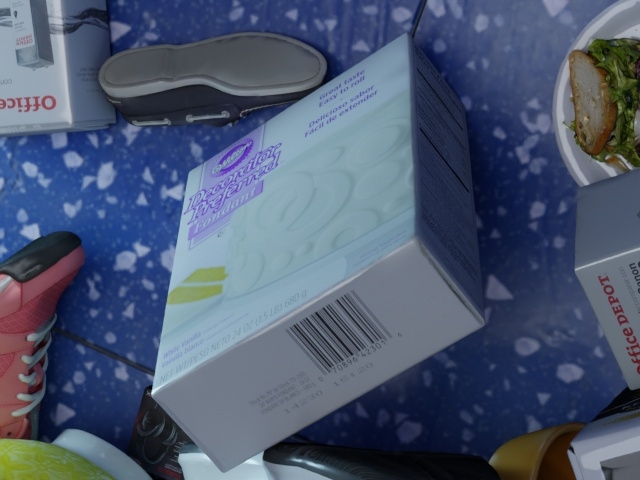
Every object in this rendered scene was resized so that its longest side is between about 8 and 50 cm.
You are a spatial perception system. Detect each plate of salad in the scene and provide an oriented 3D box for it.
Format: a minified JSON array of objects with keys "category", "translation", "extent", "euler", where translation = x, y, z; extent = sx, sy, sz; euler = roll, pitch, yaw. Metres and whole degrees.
[{"category":"plate of salad","translation":[0.283,-0.105,1.435],"extent":[0.200,0.048,0.200],"euler":[2,95,19]}]

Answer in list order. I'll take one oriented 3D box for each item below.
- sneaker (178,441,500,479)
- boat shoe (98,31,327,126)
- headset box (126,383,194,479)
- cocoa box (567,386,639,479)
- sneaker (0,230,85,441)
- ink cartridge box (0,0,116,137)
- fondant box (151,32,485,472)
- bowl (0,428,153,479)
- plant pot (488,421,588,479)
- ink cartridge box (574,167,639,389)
[{"category":"sneaker","translation":[0.004,0.289,1.388],"extent":[0.169,0.447,0.257],"euler":[7,81,-22]},{"category":"boat shoe","translation":[-0.090,-0.135,1.568],"extent":[0.206,0.075,0.065],"euler":[-1,138,14]},{"category":"headset box","translation":[-0.138,0.180,1.620],"extent":[0.062,0.032,0.083],"euler":[21,100,16]},{"category":"cocoa box","translation":[0.399,0.189,1.328],"extent":[0.347,0.228,0.231],"euler":[-18,90,20]},{"category":"sneaker","translation":[-0.292,0.119,1.642],"extent":[0.136,0.116,0.314],"euler":[43,114,0]},{"category":"ink cartridge box","translation":[-0.279,-0.202,1.600],"extent":[0.158,0.092,0.218],"euler":[-3,96,20]},{"category":"fondant box","translation":[0.000,0.000,1.398],"extent":[0.238,0.330,0.096],"euler":[-31,115,19]},{"category":"bowl","translation":[-0.229,0.261,1.578],"extent":[0.289,0.289,0.156],"euler":[28,62,15]},{"category":"plant pot","translation":[0.150,0.266,1.454],"extent":[0.188,0.205,0.205],"euler":[-18,89,36]},{"category":"ink cartridge box","translation":[0.298,0.013,1.380],"extent":[0.176,0.127,0.128],"euler":[-19,116,21]}]
